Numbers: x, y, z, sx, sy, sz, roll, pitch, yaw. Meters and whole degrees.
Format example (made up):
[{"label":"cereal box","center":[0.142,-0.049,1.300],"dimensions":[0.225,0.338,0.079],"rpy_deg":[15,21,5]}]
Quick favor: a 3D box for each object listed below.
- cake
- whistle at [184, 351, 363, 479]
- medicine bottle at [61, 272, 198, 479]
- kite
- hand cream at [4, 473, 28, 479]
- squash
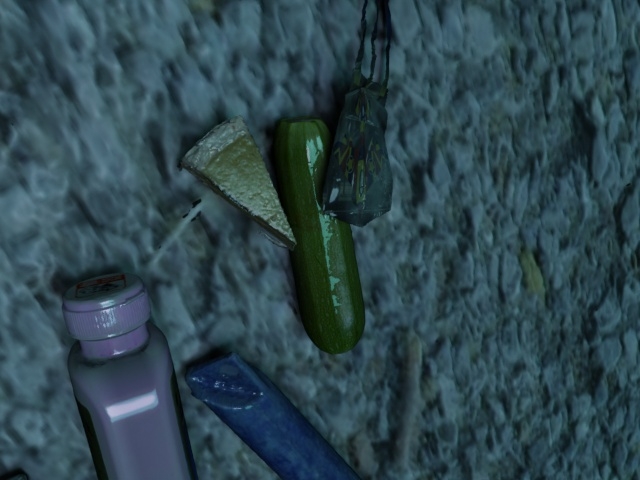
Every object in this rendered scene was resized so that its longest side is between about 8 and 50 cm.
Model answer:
[{"label":"cake","center":[-0.054,-0.044,0.505],"dimensions":[0.121,0.052,0.065],"rpy_deg":[43,77,-9]},{"label":"whistle","center":[-0.018,0.217,0.603],"dimensions":[0.062,0.062,0.304],"rpy_deg":[-42,116,-10]},{"label":"medicine bottle","center":[-0.153,0.138,0.487],"dimensions":[0.078,0.115,0.219],"rpy_deg":[-14,108,-20]},{"label":"kite","center":[0.044,-0.133,0.534],"dimensions":[0.141,0.015,0.245],"rpy_deg":[-8,105,-63]},{"label":"hand cream","center":[-0.352,0.268,0.467],"dimensions":[0.255,0.048,0.080],"rpy_deg":[-22,109,-15]},{"label":"squash","center":[0.000,0.000,0.552],"dimensions":[0.066,0.066,0.229],"rpy_deg":[-17,110,-21]}]
